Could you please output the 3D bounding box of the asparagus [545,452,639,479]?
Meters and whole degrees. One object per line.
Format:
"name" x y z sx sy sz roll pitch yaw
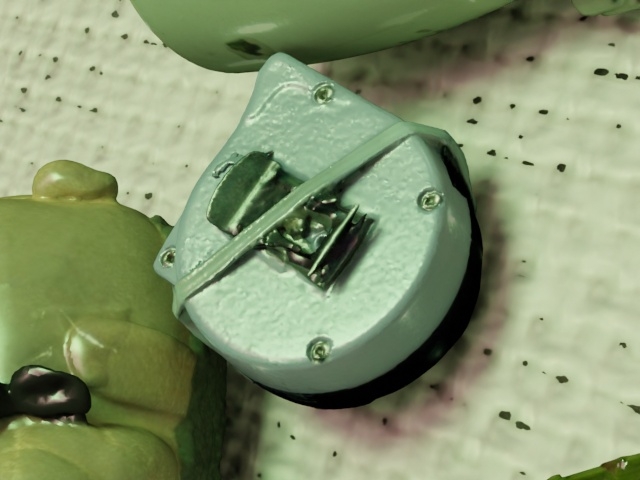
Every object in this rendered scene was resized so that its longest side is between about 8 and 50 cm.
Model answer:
"asparagus" 0.135 0.130 0.989 0.248 0.025 0.024 -25 96 40

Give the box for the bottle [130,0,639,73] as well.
"bottle" 0.054 -0.223 1.114 0.351 0.229 0.229 -4 68 43

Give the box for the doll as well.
"doll" -0.169 0.127 1.178 0.247 0.247 0.349 -28 61 38

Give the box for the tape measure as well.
"tape measure" 0.003 0.002 1.113 0.181 0.107 0.182 23 77 33
